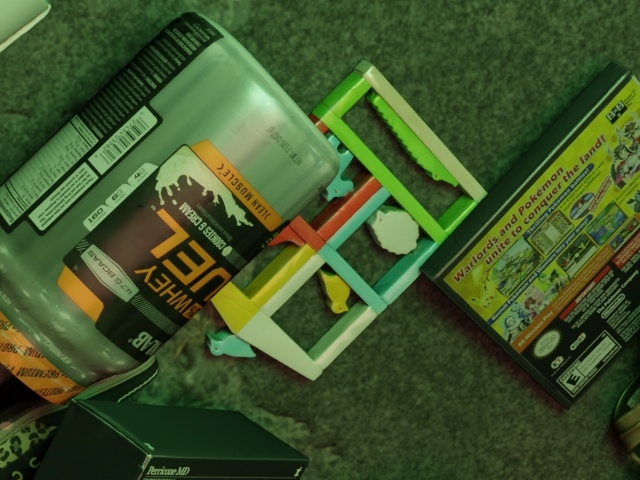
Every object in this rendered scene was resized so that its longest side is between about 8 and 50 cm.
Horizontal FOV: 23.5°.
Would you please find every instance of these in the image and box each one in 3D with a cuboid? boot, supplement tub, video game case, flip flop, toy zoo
[{"bbox_3d":[-0.226,0.203,1.407,0.236,0.085,0.179,-28,116,-1],"label":"boot"},{"bbox_3d":[-0.154,-0.023,1.294,0.316,0.193,0.193,-44,116,0],"label":"supplement tub"},{"bbox_3d":[0.266,0.001,1.523,0.275,0.035,0.248,-47,124,1],"label":"video game case"},{"bbox_3d":[0.343,0.168,1.594,0.080,0.112,0.277,6,124,19],"label":"flip flop"},{"bbox_3d":[0.000,0.000,1.446,0.293,0.030,0.192,-45,116,-1],"label":"toy zoo"}]

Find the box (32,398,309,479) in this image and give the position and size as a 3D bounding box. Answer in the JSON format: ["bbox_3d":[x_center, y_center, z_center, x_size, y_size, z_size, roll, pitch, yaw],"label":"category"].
[{"bbox_3d":[-0.146,0.246,1.361,0.261,0.103,0.184,16,104,-60],"label":"box"}]

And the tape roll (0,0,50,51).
[{"bbox_3d":[-0.322,-0.249,1.107,0.100,0.286,0.286,-40,116,-3],"label":"tape roll"}]
